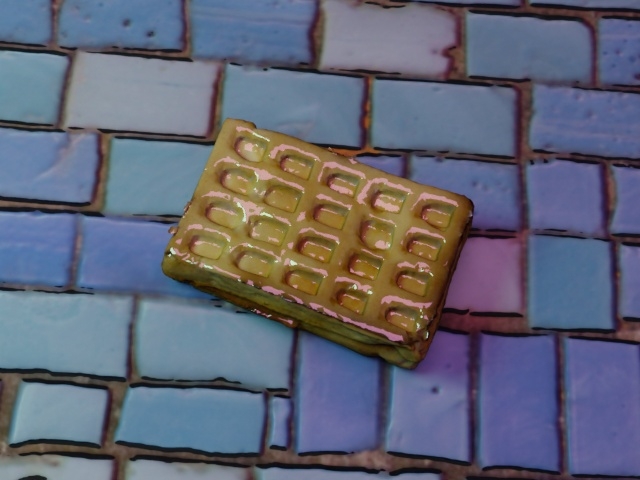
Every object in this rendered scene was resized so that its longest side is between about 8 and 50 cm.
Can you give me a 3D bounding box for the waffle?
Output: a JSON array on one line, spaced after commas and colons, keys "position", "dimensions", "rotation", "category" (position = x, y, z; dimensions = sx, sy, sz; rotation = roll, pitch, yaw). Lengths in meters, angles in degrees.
[{"position": [0.000, 0.000, 1.596], "dimensions": [0.327, 0.098, 0.224], "rotation": [20, 65, 6], "category": "waffle"}]
